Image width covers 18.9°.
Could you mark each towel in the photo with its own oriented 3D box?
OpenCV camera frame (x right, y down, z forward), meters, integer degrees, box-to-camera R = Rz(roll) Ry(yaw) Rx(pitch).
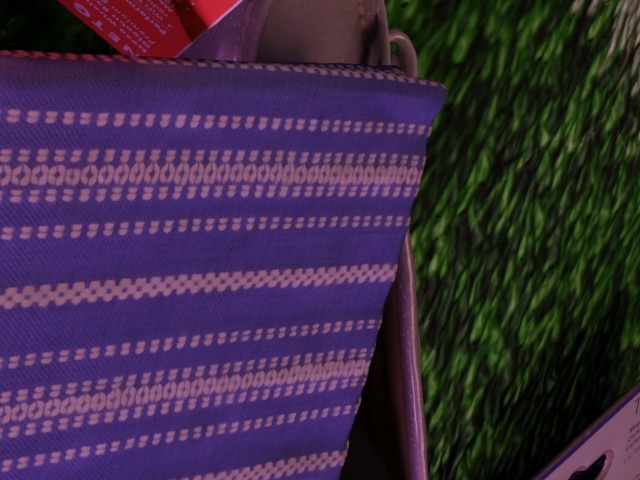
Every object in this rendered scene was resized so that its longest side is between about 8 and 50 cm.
[{"bbox_3d":[-0.078,0.099,0.625,0.243,0.040,0.336,-5,114,-52],"label":"towel"}]

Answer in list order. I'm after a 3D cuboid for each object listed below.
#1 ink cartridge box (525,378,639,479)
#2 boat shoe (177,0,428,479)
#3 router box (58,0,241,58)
[{"bbox_3d":[0.119,0.237,1.182,0.324,0.071,0.330,-33,135,-42],"label":"ink cartridge box"},{"bbox_3d":[-0.002,0.002,0.770,0.118,0.103,0.320,-37,141,-39],"label":"boat shoe"},{"bbox_3d":[0.058,-0.221,0.537,0.335,0.082,0.301,-53,-169,-20],"label":"router box"}]
